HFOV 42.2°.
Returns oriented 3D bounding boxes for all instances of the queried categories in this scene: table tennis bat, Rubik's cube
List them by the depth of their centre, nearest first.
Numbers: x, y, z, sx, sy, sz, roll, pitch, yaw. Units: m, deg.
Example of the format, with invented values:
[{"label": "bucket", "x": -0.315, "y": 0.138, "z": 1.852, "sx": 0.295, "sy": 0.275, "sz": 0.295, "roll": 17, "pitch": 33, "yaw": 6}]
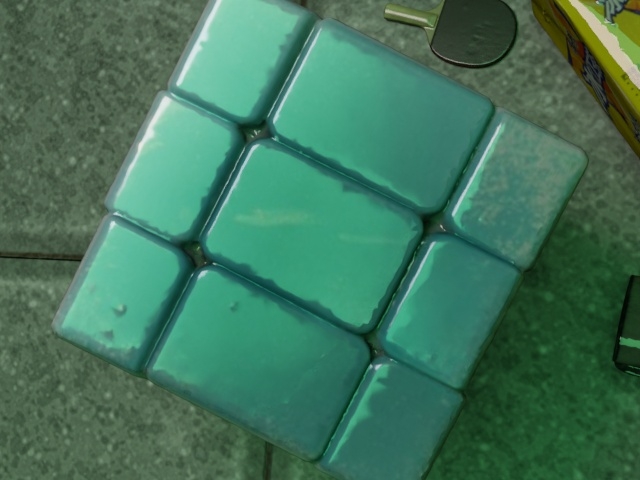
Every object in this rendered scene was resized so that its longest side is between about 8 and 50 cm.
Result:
[{"label": "Rubik's cube", "x": 0.000, "y": 0.000, "z": 0.768, "sx": 0.322, "sy": 0.319, "sz": 0.315, "roll": 28, "pitch": 90, "yaw": 0}, {"label": "table tennis bat", "x": 0.147, "y": -0.249, "z": 0.955, "sx": 0.157, "sy": 0.013, "sz": 0.086, "roll": 19, "pitch": 89, "yaw": 19}]

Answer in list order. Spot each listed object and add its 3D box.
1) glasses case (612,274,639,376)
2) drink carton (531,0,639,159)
[{"label": "glasses case", "x": 0.435, "y": 0.104, "z": 0.770, "sx": 0.299, "sy": 0.060, "sz": 0.114, "roll": 13, "pitch": 47, "yaw": 20}, {"label": "drink carton", "x": 0.340, "y": -0.149, "z": 0.801, "sx": 0.111, "sy": 0.154, "sz": 0.351, "roll": -33, "pitch": 74, "yaw": 11}]
